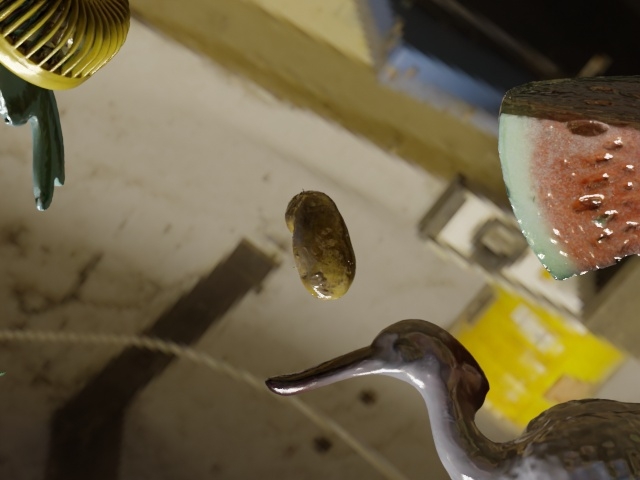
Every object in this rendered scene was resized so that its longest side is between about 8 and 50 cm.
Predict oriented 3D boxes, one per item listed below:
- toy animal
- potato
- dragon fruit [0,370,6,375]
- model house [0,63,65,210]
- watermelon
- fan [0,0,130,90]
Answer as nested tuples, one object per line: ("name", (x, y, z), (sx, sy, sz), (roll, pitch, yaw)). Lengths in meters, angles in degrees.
("toy animal", (0.148, 0.139, 1.055), (0.324, 0.195, 0.090), (47, -173, -7))
("potato", (0.000, 0.000, 1.348), (0.045, 0.046, 0.092), (-8, -119, -12))
("dragon fruit", (-0.336, 0.134, 1.529), (0.175, 0.138, 0.142), (48, -178, 36))
("model house", (-0.336, -0.161, 1.167), (0.323, 0.300, 0.340), (-69, -32, -63))
("watermelon", (0.291, -0.053, 1.487), (0.318, 0.148, 0.226), (-7, -167, -26))
("fan", (-0.129, -0.141, 0.832), (0.082, 0.039, 0.155), (25, -139, -42))
